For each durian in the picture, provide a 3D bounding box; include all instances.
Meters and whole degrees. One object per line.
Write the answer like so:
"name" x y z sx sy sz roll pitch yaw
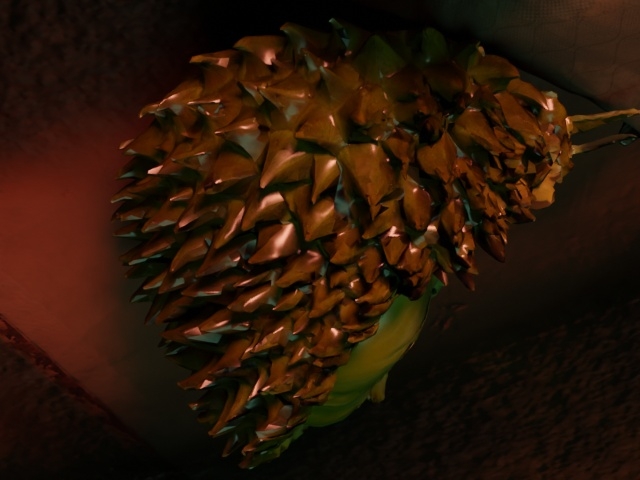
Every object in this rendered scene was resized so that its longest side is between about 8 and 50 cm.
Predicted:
"durian" 0.000 0.000 0.926 0.169 0.158 0.352 -24 163 -23

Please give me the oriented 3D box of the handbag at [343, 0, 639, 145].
"handbag" 0.137 -0.147 0.780 0.182 0.117 0.270 24 136 -19
